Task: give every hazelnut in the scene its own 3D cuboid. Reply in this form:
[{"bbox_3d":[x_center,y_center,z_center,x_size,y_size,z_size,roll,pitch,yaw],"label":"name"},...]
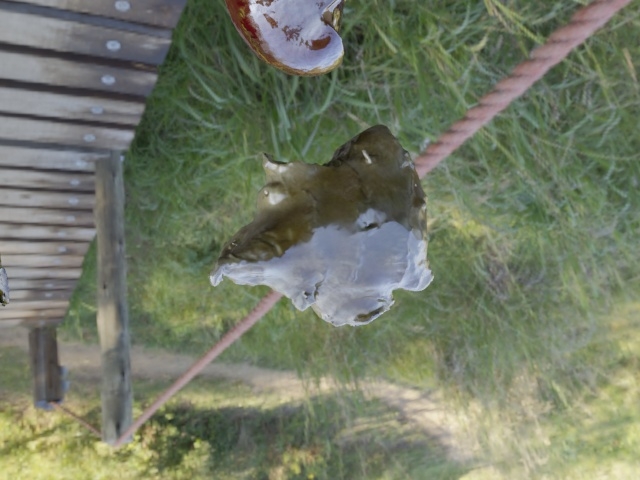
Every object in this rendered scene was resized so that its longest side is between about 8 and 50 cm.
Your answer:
[{"bbox_3d":[-0.033,-0.302,0.876,0.161,0.170,0.201,-26,113,16],"label":"hazelnut"}]

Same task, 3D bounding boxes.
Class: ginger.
[{"bbox_3d":[0.000,0.000,0.753,0.270,0.218,0.123,-26,-172,-21],"label":"ginger"}]

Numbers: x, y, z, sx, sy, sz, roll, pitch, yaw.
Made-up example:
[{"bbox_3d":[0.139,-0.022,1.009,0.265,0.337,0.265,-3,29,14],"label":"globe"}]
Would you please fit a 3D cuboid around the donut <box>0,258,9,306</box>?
[{"bbox_3d":[-0.538,-0.030,1.054,0.107,0.272,0.272,-7,156,-27],"label":"donut"}]
